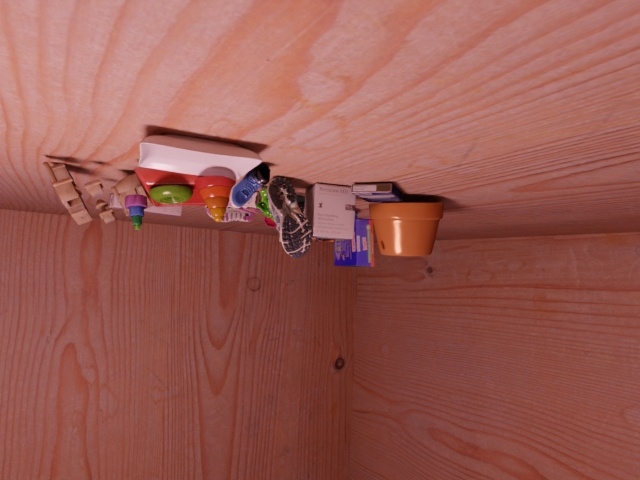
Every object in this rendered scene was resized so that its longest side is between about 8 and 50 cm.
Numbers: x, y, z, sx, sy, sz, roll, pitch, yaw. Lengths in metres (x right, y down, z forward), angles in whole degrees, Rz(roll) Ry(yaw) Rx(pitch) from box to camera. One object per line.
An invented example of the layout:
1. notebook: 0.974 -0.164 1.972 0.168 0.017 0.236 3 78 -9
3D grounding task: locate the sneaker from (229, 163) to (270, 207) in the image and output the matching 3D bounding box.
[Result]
1. sneaker: -0.196 -0.159 1.202 0.085 0.152 0.058 -15 125 49

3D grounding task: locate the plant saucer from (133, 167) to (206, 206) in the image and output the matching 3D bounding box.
1. plant saucer: -0.442 -0.164 1.369 0.259 0.047 0.259 -3 167 -14

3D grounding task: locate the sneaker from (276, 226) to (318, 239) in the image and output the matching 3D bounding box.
1. sneaker: -0.111 -0.068 2.349 0.211 0.137 0.366 1 180 -22

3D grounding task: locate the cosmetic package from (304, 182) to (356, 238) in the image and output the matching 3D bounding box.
1. cosmetic package: 0.030 -0.098 1.518 0.152 0.183 0.151 4 177 -16

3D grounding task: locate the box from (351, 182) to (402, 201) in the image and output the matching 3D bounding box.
1. box: 0.205 -0.165 1.489 0.137 0.036 0.225 2 176 21

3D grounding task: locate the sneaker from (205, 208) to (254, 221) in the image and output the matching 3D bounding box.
1. sneaker: -0.440 -0.135 2.030 0.237 0.095 0.105 4 -177 -35

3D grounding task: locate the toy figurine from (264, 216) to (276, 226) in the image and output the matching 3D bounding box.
1. toy figurine: -0.235 -0.112 2.179 0.159 0.130 0.173 11 161 41

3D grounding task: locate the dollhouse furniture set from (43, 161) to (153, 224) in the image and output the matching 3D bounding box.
1. dollhouse furniture set: -0.671 -0.215 1.408 0.356 0.173 0.303 -26 173 -21

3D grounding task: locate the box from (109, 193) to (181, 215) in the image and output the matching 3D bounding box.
1. box: -0.818 -0.165 1.998 0.063 0.067 0.324 0 176 45

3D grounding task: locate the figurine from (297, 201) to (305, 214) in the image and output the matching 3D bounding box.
1. figurine: -0.098 -0.111 1.716 0.215 0.092 0.209 2 168 23

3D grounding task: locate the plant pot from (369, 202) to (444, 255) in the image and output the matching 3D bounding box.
1. plant pot: 0.337 -0.046 1.677 0.291 0.203 0.291 0 -178 0

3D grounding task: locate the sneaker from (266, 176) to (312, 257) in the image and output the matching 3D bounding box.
1. sneaker: -0.108 -0.080 1.443 0.110 0.282 0.122 -18 -167 -15

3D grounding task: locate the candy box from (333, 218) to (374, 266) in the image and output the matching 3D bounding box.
1. candy box: 0.189 0.020 2.481 0.122 0.267 0.317 1 177 -21

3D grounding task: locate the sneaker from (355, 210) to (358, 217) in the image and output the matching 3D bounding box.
1. sneaker: 0.125 -0.130 1.961 0.082 0.069 0.209 -31 161 6

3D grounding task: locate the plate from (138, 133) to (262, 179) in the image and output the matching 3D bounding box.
1. plate: -0.317 -0.215 1.093 0.278 0.045 0.277 4 177 -24

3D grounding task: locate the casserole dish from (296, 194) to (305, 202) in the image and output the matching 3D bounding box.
1. casserole dish: -0.105 -0.162 1.762 0.114 0.036 0.188 0 176 34

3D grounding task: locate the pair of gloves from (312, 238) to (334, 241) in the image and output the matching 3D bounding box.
1. pair of gloves: 0.000 0.000 1.558 0.074 0.010 0.083 5 178 -35

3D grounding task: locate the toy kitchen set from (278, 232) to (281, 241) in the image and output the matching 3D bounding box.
1. toy kitchen set: -0.112 -0.097 1.973 0.166 0.122 0.207 3 -145 -14

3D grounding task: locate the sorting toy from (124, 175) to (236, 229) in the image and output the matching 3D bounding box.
1. sorting toy: -0.423 -0.097 1.275 0.366 0.126 0.127 -9 171 13

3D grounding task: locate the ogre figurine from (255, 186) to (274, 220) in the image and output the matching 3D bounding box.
1. ogre figurine: -0.171 -0.132 1.579 0.118 0.096 0.197 24 161 22

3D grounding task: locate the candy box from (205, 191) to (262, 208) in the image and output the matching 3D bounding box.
1. candy box: -0.334 -0.156 1.754 0.234 0.071 0.159 1 176 17
